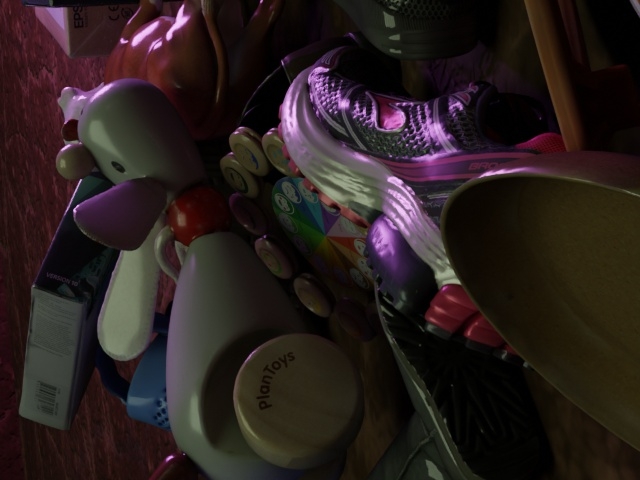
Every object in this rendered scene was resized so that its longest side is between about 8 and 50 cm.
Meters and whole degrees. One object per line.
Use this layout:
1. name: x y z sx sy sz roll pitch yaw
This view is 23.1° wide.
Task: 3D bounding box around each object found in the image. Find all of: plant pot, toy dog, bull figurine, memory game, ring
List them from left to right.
1. toy dog: -0.103 0.058 1.064 0.334 0.161 0.220 51 161 41
2. bull figurine: -0.119 -0.145 1.265 0.310 0.101 0.189 5 78 62
3. memory game: 0.000 0.000 1.062 0.186 0.012 0.186 35 151 23
4. ring: 0.086 -0.172 0.636 0.336 0.032 0.337 -13 -90 -78
5. plant pot: 0.150 0.041 0.559 0.236 0.032 0.236 33 163 11

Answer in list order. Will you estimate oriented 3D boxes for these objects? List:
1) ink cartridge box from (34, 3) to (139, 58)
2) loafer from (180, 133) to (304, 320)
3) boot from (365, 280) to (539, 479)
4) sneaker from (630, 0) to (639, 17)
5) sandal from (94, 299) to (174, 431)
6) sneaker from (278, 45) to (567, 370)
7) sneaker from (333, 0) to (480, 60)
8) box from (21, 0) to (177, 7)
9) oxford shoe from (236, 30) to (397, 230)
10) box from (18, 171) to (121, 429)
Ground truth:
1. ink cartridge box: -0.267 -0.341 1.750 0.193 0.088 0.235 -135 41 -60
2. loafer: -0.069 0.027 1.303 0.092 0.101 0.269 94 172 -53
3. boot: 0.065 0.120 0.998 0.208 0.076 0.190 103 156 -61
4. sneaker: 0.141 -0.199 0.633 0.121 0.099 0.263 -38 -61 -87
5. sandal: -0.110 0.143 1.401 0.317 0.138 0.126 -140 48 -61
6. sneaker: 0.071 -0.044 0.863 0.112 0.120 0.299 -61 30 14
7. sneaker: 0.028 -0.206 0.942 0.227 0.087 0.130 -131 39 -53
8. box: -0.188 -0.263 1.437 0.156 0.158 0.093 -157 61 -68
9. oxford shoe: -0.022 -0.073 1.120 0.227 0.096 0.083 111 145 -57
10. box: -0.200 -0.011 1.492 0.232 0.058 0.322 110 177 -54
